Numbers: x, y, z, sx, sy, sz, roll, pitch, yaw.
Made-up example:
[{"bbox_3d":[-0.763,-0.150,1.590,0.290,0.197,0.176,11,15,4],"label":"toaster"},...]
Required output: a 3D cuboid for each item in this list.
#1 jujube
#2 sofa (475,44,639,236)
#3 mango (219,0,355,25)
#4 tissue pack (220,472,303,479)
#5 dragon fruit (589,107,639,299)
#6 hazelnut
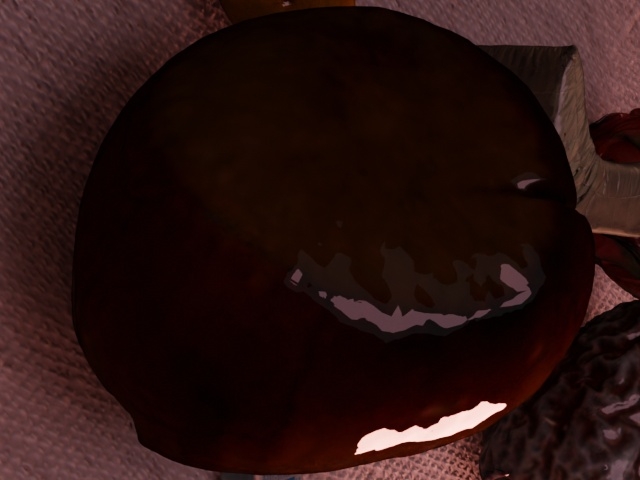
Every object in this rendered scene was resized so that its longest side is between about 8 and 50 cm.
[{"bbox_3d":[0.314,0.209,1.925,0.317,0.226,0.226,-38,123,-32],"label":"jujube"},{"bbox_3d":[0.223,-0.101,1.770,0.225,0.210,0.176,4,92,-45],"label":"sofa"},{"bbox_3d":[-0.027,-0.238,1.537,0.147,0.109,0.227,-55,134,-31],"label":"mango"},{"bbox_3d":[-0.055,0.192,1.618,0.074,0.059,0.094,-11,105,-44],"label":"tissue pack"},{"bbox_3d":[0.362,-0.033,1.920,0.274,0.193,0.192,-90,-179,-52],"label":"dragon fruit"},{"bbox_3d":[0.000,0.000,1.430,0.429,0.402,0.402,-21,113,-25],"label":"hazelnut"}]
